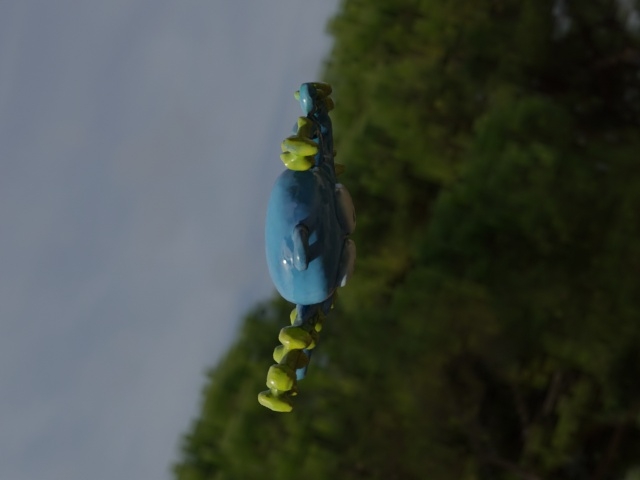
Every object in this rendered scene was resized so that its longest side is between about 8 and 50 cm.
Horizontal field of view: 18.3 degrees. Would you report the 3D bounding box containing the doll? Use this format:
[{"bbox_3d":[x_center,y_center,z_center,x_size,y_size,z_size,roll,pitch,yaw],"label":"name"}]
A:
[{"bbox_3d":[0.000,0.000,2.146,0.341,0.098,0.346,-40,-44,-77],"label":"doll"}]
